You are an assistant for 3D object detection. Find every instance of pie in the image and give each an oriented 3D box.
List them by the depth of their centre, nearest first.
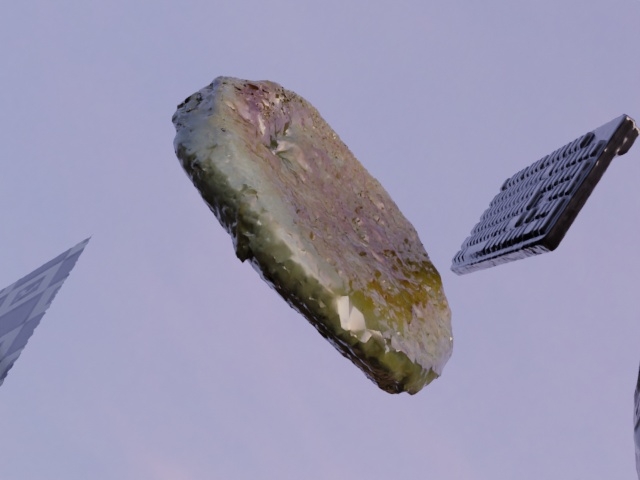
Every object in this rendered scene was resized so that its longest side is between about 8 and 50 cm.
[{"bbox_3d":[0.000,0.000,0.986,0.078,0.277,0.277,-37,-74,20],"label":"pie"}]

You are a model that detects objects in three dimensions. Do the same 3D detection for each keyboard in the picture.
[{"bbox_3d":[0.145,-0.025,0.931,0.018,0.101,0.310,36,-6,-1],"label":"keyboard"}]

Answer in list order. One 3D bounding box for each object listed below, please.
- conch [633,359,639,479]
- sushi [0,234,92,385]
[{"bbox_3d":[0.221,0.065,0.479,0.210,0.297,0.352,163,-88,-70],"label":"conch"},{"bbox_3d":[-0.377,0.123,1.090,0.343,0.359,0.064,-30,-73,17],"label":"sushi"}]
